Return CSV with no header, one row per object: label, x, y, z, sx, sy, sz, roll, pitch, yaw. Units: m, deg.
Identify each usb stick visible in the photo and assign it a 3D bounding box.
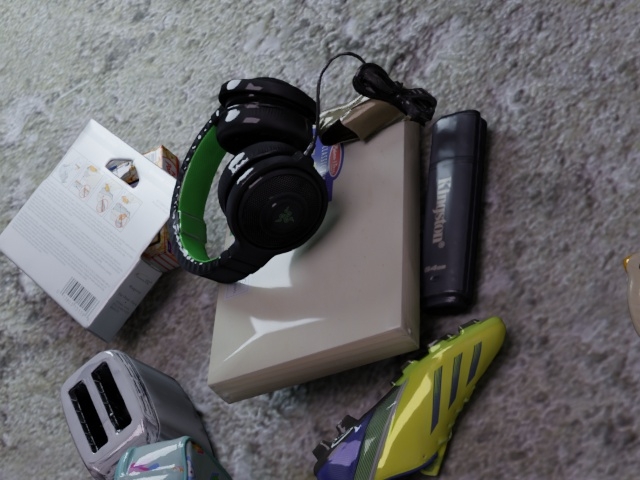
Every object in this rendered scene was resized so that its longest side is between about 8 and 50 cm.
usb stick,0.166,-0.039,1.755,0.077,0.045,0.278,-8,61,29

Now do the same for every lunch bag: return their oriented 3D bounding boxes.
lunch bag,-0.161,0.389,1.613,0.108,0.224,0.279,-10,53,16

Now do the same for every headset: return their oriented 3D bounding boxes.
headset,-0.041,-0.096,1.761,0.394,0.185,0.243,-39,44,39

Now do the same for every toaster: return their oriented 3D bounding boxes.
toaster,-0.240,0.237,1.800,0.129,0.146,0.227,-38,49,9

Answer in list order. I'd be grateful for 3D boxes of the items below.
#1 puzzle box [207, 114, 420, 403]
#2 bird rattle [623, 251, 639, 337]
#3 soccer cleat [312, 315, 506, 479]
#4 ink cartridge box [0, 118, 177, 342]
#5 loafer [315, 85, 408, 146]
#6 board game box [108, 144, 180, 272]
puzzle box,0.000,0.000,1.790,0.272,0.052,0.408,-19,44,25
bird rattle,0.435,0.054,1.504,0.207,0.143,0.253,-31,63,30
soccer cleat,0.120,0.207,1.635,0.289,0.093,0.121,-42,80,0
ink cartridge box,-0.317,-0.020,1.996,0.275,0.060,0.239,35,86,41
loafer,0.056,-0.158,1.812,0.148,0.056,0.050,-23,42,35
board game box,-0.277,-0.029,2.045,0.147,0.045,0.193,-21,54,22
